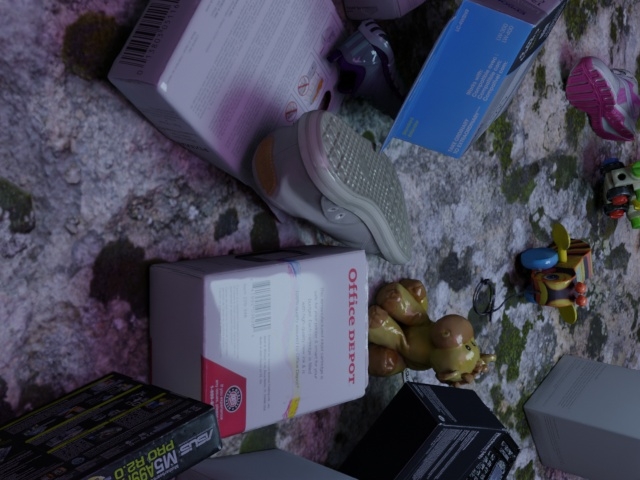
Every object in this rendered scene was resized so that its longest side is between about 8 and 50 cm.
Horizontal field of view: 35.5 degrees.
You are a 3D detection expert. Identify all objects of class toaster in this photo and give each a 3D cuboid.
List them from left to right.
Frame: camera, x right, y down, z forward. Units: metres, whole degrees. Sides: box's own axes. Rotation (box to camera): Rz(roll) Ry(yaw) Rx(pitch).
[{"bbox_3d":[0.257,0.398,1.791,0.168,0.110,0.186,50,62,-37],"label":"toaster"}]

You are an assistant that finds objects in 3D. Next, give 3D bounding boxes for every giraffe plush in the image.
[{"bbox_3d":[0.184,0.174,1.639,0.181,0.170,0.210,-46,126,-30],"label":"giraffe plush"}]

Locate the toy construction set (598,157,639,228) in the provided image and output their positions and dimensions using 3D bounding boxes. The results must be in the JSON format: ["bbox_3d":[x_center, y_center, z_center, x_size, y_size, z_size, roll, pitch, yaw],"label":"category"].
[{"bbox_3d":[0.683,-0.130,2.047,0.328,0.215,0.151,63,18,-57],"label":"toy construction set"}]

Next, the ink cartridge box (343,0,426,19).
[{"bbox_3d":[0.119,-0.394,1.524,0.150,0.109,0.063,-38,122,-35],"label":"ink cartridge box"}]

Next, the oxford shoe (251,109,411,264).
[{"bbox_3d":[0.031,-0.066,1.467,0.449,0.130,0.169,32,45,-62],"label":"oxford shoe"}]

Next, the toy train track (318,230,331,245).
[{"bbox_3d":[0.000,0.000,1.535,0.048,0.014,0.083,-56,130,-68],"label":"toy train track"}]

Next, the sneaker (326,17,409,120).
[{"bbox_3d":[0.072,-0.241,1.532,0.098,0.083,0.224,-35,145,-2],"label":"sneaker"}]

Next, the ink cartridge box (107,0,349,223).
[{"bbox_3d":[-0.095,-0.243,1.382,0.308,0.091,0.385,-66,150,-16],"label":"ink cartridge box"}]

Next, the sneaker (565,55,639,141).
[{"bbox_3d":[0.574,-0.303,2.011,0.252,0.103,0.111,40,66,-49],"label":"sneaker"}]

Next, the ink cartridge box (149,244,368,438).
[{"bbox_3d":[-0.081,0.131,1.396,0.306,0.131,0.226,-7,101,-46],"label":"ink cartridge box"}]

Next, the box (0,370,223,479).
[{"bbox_3d":[-0.283,0.248,1.153,0.270,0.216,0.060,-24,111,-41],"label":"box"}]

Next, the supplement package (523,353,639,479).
[{"bbox_3d":[0.588,0.371,1.988,0.177,0.293,0.175,-42,123,-32],"label":"supplement package"}]

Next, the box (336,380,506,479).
[{"bbox_3d":[0.144,0.358,1.599,0.184,0.103,0.261,17,116,-43],"label":"box"}]

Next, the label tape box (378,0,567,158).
[{"bbox_3d":[0.242,-0.263,1.521,0.348,0.115,0.249,-47,167,-52],"label":"label tape box"}]

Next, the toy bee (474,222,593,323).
[{"bbox_3d":[0.454,0.087,1.903,0.298,0.162,0.195,-48,129,-28],"label":"toy bee"}]

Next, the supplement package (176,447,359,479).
[{"bbox_3d":[-0.079,0.453,1.401,0.199,0.198,0.263,3,94,-45],"label":"supplement package"}]
